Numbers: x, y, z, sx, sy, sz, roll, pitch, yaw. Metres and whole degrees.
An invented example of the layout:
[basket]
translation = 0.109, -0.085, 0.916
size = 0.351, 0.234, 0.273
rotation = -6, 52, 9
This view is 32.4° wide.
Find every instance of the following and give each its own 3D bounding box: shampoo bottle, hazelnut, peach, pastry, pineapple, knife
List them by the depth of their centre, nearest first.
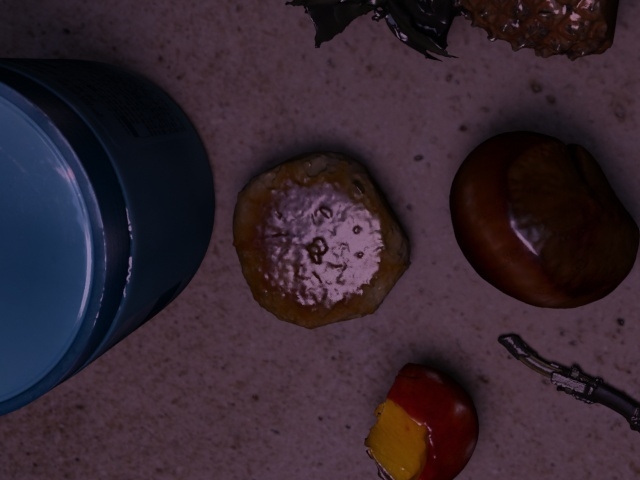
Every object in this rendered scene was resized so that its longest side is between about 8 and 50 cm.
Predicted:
[pineapple]
translation = 0.121, -0.261, 1.116
size = 0.364, 0.165, 0.165
rotation = 5, 101, 19
[hazelnut]
translation = 0.223, -0.011, 1.123
size = 0.204, 0.178, 0.178
rotation = 26, 106, -25
[shampoo bottle]
translation = -0.308, -0.025, 1.135
size = 0.331, 0.342, 0.331
rotation = 2, 101, 11
[peach]
translation = 0.116, 0.197, 1.188
size = 0.118, 0.151, 0.151
rotation = -20, 96, 35
[pastry]
translation = 0.000, 0.000, 1.204
size = 0.182, 0.093, 0.192
rotation = -19, 95, 12
[knife]
translation = 0.293, 0.164, 1.207
size = 0.222, 0.021, 0.045
rotation = 36, 108, 3
